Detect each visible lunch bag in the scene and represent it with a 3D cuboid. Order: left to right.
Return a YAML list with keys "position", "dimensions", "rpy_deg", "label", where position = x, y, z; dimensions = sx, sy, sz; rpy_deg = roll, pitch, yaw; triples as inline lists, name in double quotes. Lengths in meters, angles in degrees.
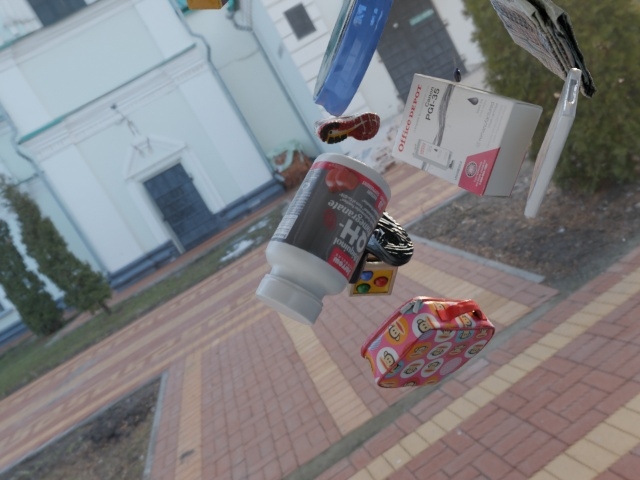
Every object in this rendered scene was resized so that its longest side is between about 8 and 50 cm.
- position: [0.264, 0.226, 1.321]
  dimensions: [0.293, 0.120, 0.258]
  rpy_deg: [9, -50, -42]
  label: "lunch bag"

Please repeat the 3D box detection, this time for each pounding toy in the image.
- position: [0.174, 0.066, 1.602]
  dimensions: [0.181, 0.206, 0.094]
  rpy_deg: [-1, 46, -7]
  label: "pounding toy"

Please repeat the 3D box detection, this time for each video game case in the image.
- position: [0.453, -0.190, 1.111]
  dimensions: [0.026, 0.226, 0.206]
  rpy_deg: [17, 44, 15]
  label: "video game case"

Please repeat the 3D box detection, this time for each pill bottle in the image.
- position: [0.000, 0.000, 1.137]
  dimensions: [0.318, 0.176, 0.176]
  rpy_deg: [-62, 20, -15]
  label: "pill bottle"

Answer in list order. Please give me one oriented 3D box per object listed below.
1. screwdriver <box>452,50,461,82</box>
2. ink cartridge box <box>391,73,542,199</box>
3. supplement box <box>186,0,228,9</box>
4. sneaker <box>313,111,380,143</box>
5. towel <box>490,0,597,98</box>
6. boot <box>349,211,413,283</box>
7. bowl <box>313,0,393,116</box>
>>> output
- position: [0.435, -0.557, 1.816]
  dimensions: [0.025, 0.024, 0.170]
  rpy_deg: [-8, -19, 12]
  label: "screwdriver"
- position: [0.313, -0.237, 1.271]
  dimensions: [0.117, 0.207, 0.283]
  rpy_deg: [-2, 25, -40]
  label: "ink cartridge box"
- position: [-0.384, -0.933, 1.965]
  dimensions: [0.129, 0.191, 0.194]
  rpy_deg: [9, 48, 20]
  label: "supplement box"
- position: [0.082, -0.353, 1.725]
  dimensions: [0.225, 0.088, 0.093]
  rpy_deg: [-10, 32, -26]
  label: "sneaker"
- position: [0.494, -0.490, 1.328]
  dimensions: [0.056, 0.312, 0.324]
  rpy_deg: [-41, 49, 14]
  label: "towel"
- position: [0.115, 0.034, 1.384]
  dimensions: [0.094, 0.246, 0.207]
  rpy_deg: [-4, -48, -29]
  label: "boot"
- position: [0.077, -0.494, 1.368]
  dimensions: [0.391, 0.077, 0.390]
  rpy_deg: [-161, 90, -80]
  label: "bowl"
